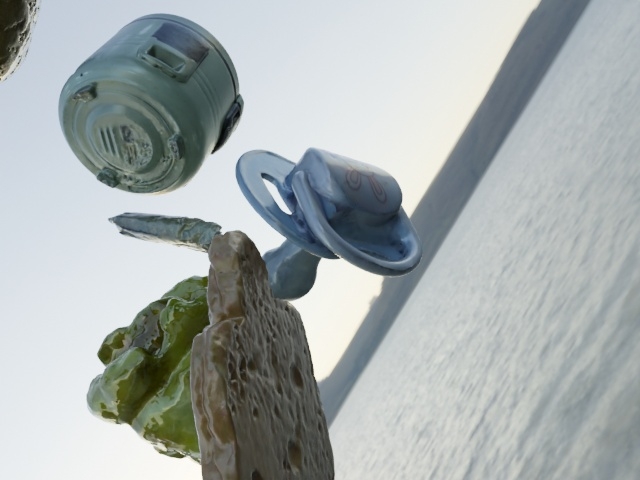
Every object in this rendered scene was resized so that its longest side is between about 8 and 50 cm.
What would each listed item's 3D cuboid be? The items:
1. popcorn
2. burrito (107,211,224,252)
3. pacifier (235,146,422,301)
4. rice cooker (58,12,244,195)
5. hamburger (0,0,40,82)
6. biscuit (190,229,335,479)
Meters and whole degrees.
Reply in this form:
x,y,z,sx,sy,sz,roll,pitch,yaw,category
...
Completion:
x,y,z,sx,sy,sz,roll,pitch,yaw,category
-0.164,0.168,0.883,0.235,0.241,0.250,-44,14,20,popcorn
-0.218,-0.016,0.909,0.058,0.188,0.045,53,-132,-63,burrito
0.000,0.000,0.851,0.287,0.238,0.226,5,-48,-42,pacifier
-0.234,-0.200,0.935,0.244,0.226,0.226,-71,5,-52,rice cooker
-0.547,-0.393,1.092,0.265,0.134,0.285,54,130,57,hamburger
-0.046,0.177,0.561,0.269,0.051,0.376,-10,-92,-80,biscuit
